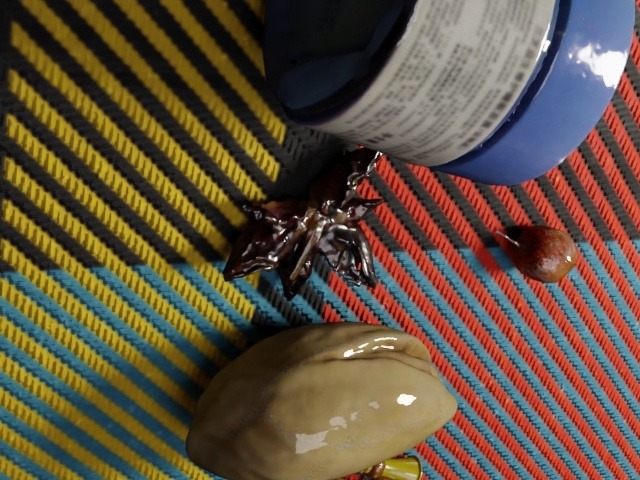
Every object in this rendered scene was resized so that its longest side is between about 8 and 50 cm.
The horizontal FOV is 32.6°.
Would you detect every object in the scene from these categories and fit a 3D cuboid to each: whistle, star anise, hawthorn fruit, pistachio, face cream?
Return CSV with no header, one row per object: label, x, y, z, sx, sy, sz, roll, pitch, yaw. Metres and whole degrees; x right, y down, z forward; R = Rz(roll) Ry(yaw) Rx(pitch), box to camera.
whistle,0.063,0.279,1.344,0.109,0.057,0.046,15,68,-23
star anise,-0.002,-0.002,1.117,0.212,0.053,0.157,-29,127,-10
hawthorn fruit,0.240,0.011,1.237,0.103,0.067,0.067,17,111,-31
pistachio,-0.002,0.177,1.163,0.293,0.162,0.181,-14,142,-22
face cream,0.098,-0.189,0.923,0.225,0.249,0.249,15,112,-33
